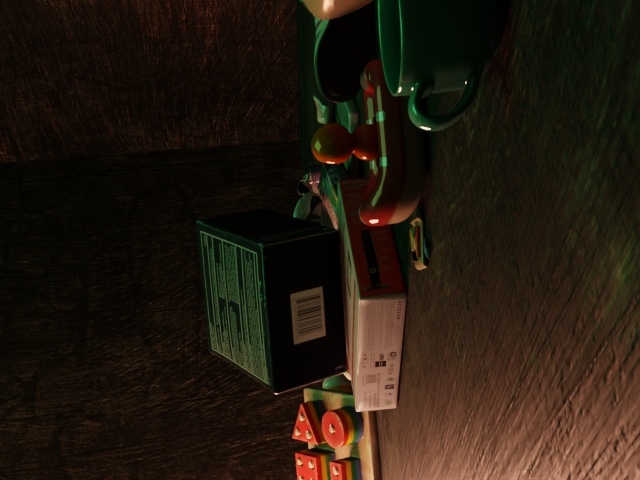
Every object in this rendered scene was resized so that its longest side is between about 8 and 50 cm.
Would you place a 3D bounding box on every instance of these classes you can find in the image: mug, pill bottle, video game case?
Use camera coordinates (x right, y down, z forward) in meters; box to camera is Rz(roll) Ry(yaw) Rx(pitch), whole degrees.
[{"bbox_3d":[0.112,-0.190,0.824,0.129,0.097,0.158,-108,13,-71],"label":"mug"},{"bbox_3d":[0.058,0.458,2.343,0.215,0.117,0.117,-100,6,-50],"label":"pill bottle"},{"bbox_3d":[0.064,-0.244,2.043,0.227,0.026,0.206,-103,9,-58],"label":"video game case"}]

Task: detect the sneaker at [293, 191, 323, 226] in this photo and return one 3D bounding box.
[{"bbox_3d":[0.000,0.000,2.020,0.269,0.153,0.101,-70,-5,-48],"label":"sneaker"}]

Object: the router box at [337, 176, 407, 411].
[{"bbox_3d":[0.089,0.102,1.671,0.335,0.082,0.301,89,175,-46],"label":"router box"}]

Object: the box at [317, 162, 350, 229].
[{"bbox_3d":[0.048,-0.083,2.012,0.233,0.044,0.159,109,139,-80],"label":"box"}]

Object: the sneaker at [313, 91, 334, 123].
[{"bbox_3d":[0.008,-0.371,2.505,0.134,0.051,0.070,-109,19,-58],"label":"sneaker"}]

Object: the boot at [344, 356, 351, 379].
[{"bbox_3d":[0.078,0.171,1.945,0.176,0.088,0.244,93,175,-54],"label":"boot"}]

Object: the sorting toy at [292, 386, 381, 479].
[{"bbox_3d":[0.026,0.500,2.157,0.257,0.089,0.256,-4,91,54],"label":"sorting toy"}]

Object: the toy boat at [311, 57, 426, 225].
[{"bbox_3d":[0.062,-0.134,1.237,0.151,0.151,0.231,-158,63,-86],"label":"toy boat"}]

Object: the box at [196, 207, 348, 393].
[{"bbox_3d":[-0.100,0.107,1.784,0.294,0.182,0.296,18,115,55],"label":"box"}]

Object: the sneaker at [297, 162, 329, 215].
[{"bbox_3d":[-0.002,-0.143,2.408,0.283,0.124,0.107,95,170,-70],"label":"sneaker"}]

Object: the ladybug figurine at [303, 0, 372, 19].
[{"bbox_3d":[0.035,-0.504,1.083,0.305,0.161,0.450,-108,13,-71],"label":"ladybug figurine"}]

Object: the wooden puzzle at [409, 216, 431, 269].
[{"bbox_3d":[0.140,0.006,1.284,0.116,0.014,0.079,104,161,-77],"label":"wooden puzzle"}]

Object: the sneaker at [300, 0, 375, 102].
[{"bbox_3d":[0.024,-0.405,1.636,0.178,0.123,0.296,-133,45,-76],"label":"sneaker"}]
